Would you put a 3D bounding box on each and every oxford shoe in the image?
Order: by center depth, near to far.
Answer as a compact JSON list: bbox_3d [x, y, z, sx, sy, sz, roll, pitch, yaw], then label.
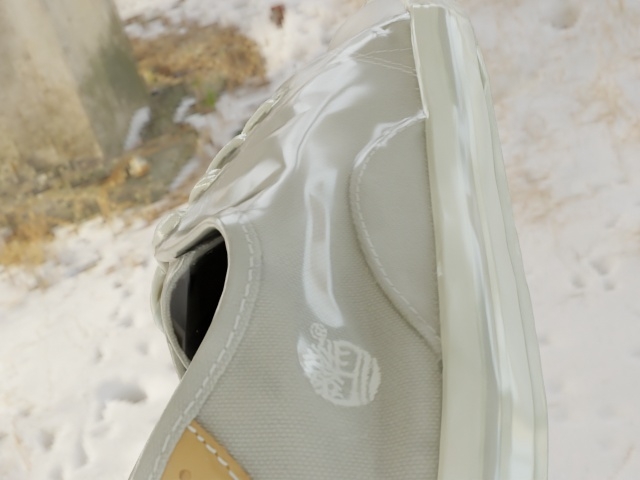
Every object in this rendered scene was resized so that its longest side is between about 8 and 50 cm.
[{"bbox_3d":[0.000,0.000,0.527,0.130,0.169,0.449,4,28,0],"label":"oxford shoe"}]
